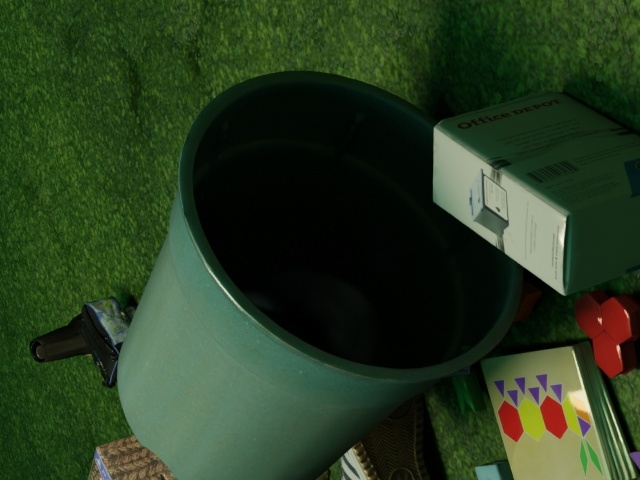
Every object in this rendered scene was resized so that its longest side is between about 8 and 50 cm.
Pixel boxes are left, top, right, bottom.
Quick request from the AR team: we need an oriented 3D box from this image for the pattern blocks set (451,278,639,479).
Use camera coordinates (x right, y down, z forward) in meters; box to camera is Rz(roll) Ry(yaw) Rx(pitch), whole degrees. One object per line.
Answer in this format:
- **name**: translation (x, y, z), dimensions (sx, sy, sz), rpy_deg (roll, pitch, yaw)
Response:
- **pattern blocks set**: translation (0.226, 0.170, 1.622), dimensions (0.325, 0.026, 0.285), rpy_deg (-1, 103, 62)

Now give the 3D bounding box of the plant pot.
- **plant pot**: translation (-0.029, 0.072, 1.662), dimensions (0.341, 0.341, 0.334), rpy_deg (62, 143, 24)

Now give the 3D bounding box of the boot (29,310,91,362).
- **boot**: translation (-0.415, 0.159, 2.716), dimensions (0.198, 0.137, 0.077), rpy_deg (-22, 84, 64)

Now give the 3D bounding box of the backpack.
- **backpack**: translation (-0.307, 0.143, 2.560), dimensions (0.114, 0.084, 0.105), rpy_deg (54, 147, 25)

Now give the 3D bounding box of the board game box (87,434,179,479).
- **board game box**: translation (-0.247, 0.453, 2.547), dimensions (0.232, 0.141, 0.291), rpy_deg (59, 150, 27)

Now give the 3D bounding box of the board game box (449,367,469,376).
- **board game box**: translation (0.128, 0.093, 1.728), dimensions (0.090, 0.020, 0.090), rpy_deg (151, 122, -73)

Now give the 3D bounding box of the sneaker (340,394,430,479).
- **sneaker**: translation (0.055, 0.248, 1.912), dimensions (0.153, 0.099, 0.282), rpy_deg (-17, 89, 65)

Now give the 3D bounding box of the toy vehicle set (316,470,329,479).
- **toy vehicle set**: translation (-0.077, 0.282, 2.249), dimensions (0.267, 0.035, 0.166), rpy_deg (48, 143, 42)

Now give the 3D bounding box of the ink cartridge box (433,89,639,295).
- **ink cartridge box**: translation (0.202, -0.045, 1.427), dimensions (0.191, 0.140, 0.082), rpy_deg (38, 138, 50)
